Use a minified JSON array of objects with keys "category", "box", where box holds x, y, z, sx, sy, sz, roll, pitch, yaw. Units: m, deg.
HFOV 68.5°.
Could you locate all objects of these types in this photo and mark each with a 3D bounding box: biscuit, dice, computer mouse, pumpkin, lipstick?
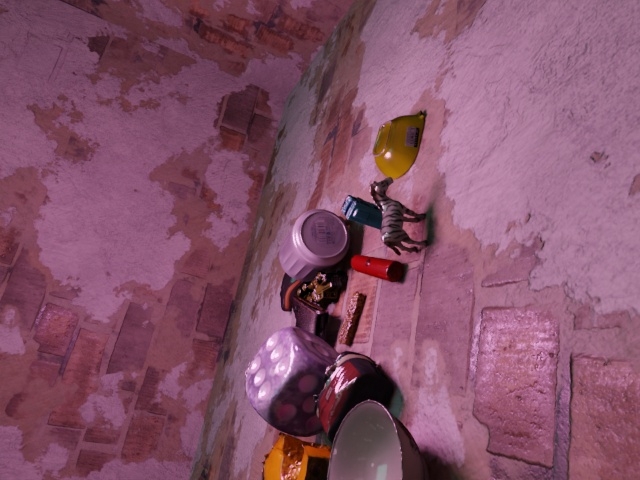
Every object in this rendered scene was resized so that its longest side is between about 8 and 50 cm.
[{"category":"biscuit","box":[0.114,0.283,1.714,0.064,0.035,0.198,9,81,69]},{"category":"dice","box":[-0.074,0.479,1.616,0.270,0.271,0.270,-54,28,5]},{"category":"computer mouse","box":[-0.133,0.210,2.321,0.183,0.116,0.323,-99,32,-61]},{"category":"pumpkin","box":[-0.040,0.745,1.432,0.303,0.226,0.256,-3,68,70]},{"category":"lipstick","box":[0.192,0.093,1.628,0.280,0.073,0.073,7,79,69]}]

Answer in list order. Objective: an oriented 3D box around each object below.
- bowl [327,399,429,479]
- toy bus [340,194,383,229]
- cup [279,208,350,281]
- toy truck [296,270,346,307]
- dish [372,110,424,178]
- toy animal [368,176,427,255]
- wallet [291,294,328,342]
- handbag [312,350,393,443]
[{"category":"bowl","box":[0.161,0.577,1.151,0.337,0.158,0.337,-51,28,42]},{"category":"toy bus","box":[0.164,-0.103,1.739,0.079,0.160,0.091,-64,23,20]},{"category":"cup","box":[0.000,0.000,1.979,0.323,0.237,0.327,-42,-3,-25]},{"category":"toy truck","box":[0.005,0.214,1.949,0.257,0.127,0.127,-47,46,47]},{"category":"dish","box":[0.275,-0.370,1.761,0.221,0.109,0.262,13,85,69]},{"category":"toy animal","box":[0.250,-0.073,1.488,0.090,0.170,0.254,127,136,-54]},{"category":"wallet","box":[-0.055,0.357,1.900,0.262,0.072,0.220,19,110,59]},{"category":"handbag","box":[0.085,0.472,1.417,0.254,0.181,0.181,-66,22,6]}]
